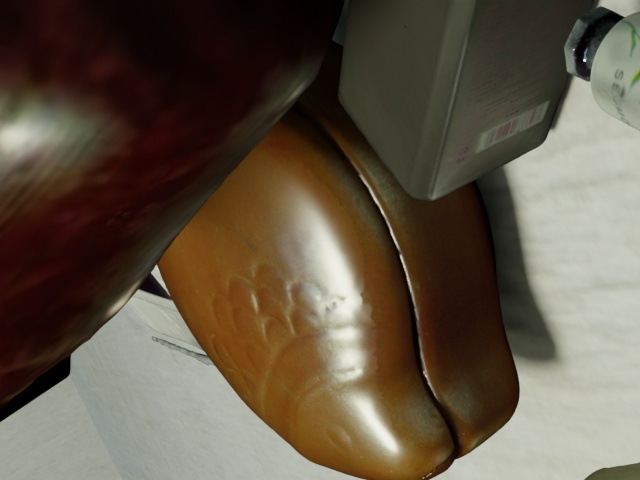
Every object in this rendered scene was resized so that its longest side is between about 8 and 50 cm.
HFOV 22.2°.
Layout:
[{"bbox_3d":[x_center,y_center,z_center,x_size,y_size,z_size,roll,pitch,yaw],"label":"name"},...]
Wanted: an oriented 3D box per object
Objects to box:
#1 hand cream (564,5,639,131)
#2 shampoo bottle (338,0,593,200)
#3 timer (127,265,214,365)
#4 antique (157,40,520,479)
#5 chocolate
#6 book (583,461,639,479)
[{"bbox_3d":[0.160,-0.035,0.569,0.194,0.042,0.067,38,149,45],"label":"hand cream"},{"bbox_3d":[0.063,-0.115,0.662,0.079,0.080,0.246,55,161,22],"label":"shampoo bottle"},{"bbox_3d":[-0.105,0.002,1.105,0.178,0.078,0.253,51,164,-21],"label":"timer"},{"bbox_3d":[0.000,0.000,0.888,0.278,0.129,0.223,54,151,6],"label":"antique"},{"bbox_3d":[-0.156,-0.140,0.660,0.331,0.384,0.383,-39,74,30],"label":"chocolate"},{"bbox_3d":[0.262,0.241,0.563,0.269,0.032,0.389,-19,99,52],"label":"book"}]
